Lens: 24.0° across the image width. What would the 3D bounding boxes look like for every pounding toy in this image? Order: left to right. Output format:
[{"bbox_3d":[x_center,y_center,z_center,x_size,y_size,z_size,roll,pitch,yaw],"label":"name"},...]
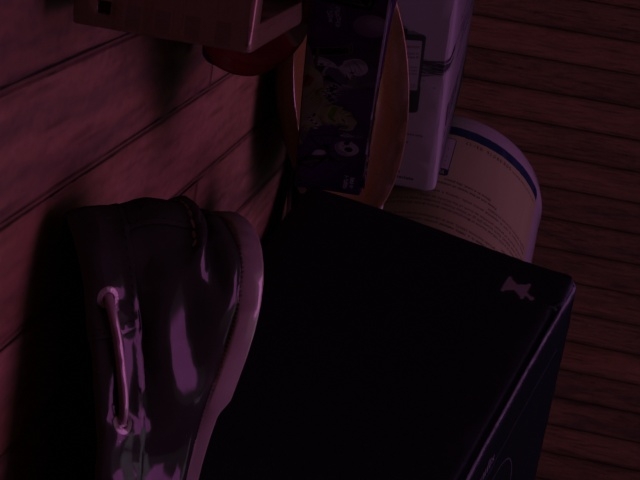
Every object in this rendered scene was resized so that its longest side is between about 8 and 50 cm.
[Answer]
[{"bbox_3d":[-0.053,-0.194,0.656,0.181,0.094,0.206,-56,155,-73],"label":"pounding toy"}]

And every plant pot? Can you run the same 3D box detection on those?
[{"bbox_3d":[0.017,-0.133,1.259,0.236,0.032,0.236,1,90,-64],"label":"plant pot"}]

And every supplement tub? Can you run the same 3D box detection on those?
[{"bbox_3d":[0.110,0.040,1.653,0.325,0.235,0.235,-71,169,-45],"label":"supplement tub"}]

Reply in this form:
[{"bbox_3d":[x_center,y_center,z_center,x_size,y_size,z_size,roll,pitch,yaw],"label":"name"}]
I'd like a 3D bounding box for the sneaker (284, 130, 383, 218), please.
[{"bbox_3d":[0.000,0.000,1.319,0.153,0.094,0.235,-90,-159,-86],"label":"sneaker"}]

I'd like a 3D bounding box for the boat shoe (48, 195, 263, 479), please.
[{"bbox_3d":[-0.116,0.136,0.772,0.112,0.095,0.335,33,-67,59],"label":"boat shoe"}]

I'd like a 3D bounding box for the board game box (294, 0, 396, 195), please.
[{"bbox_3d":[0.030,-0.201,0.800,0.347,0.056,0.208,96,0,-60],"label":"board game box"}]

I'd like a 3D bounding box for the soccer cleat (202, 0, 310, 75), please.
[{"bbox_3d":[-0.035,-0.220,0.892,0.095,0.083,0.248,-178,-86,-66],"label":"soccer cleat"}]

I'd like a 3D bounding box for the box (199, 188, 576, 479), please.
[{"bbox_3d":[0.008,0.220,1.061,0.293,0.212,0.395,-51,155,-44],"label":"box"}]

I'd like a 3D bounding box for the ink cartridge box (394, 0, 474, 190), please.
[{"bbox_3d":[0.092,-0.232,1.553,0.211,0.121,0.289,-71,169,-45],"label":"ink cartridge box"}]
